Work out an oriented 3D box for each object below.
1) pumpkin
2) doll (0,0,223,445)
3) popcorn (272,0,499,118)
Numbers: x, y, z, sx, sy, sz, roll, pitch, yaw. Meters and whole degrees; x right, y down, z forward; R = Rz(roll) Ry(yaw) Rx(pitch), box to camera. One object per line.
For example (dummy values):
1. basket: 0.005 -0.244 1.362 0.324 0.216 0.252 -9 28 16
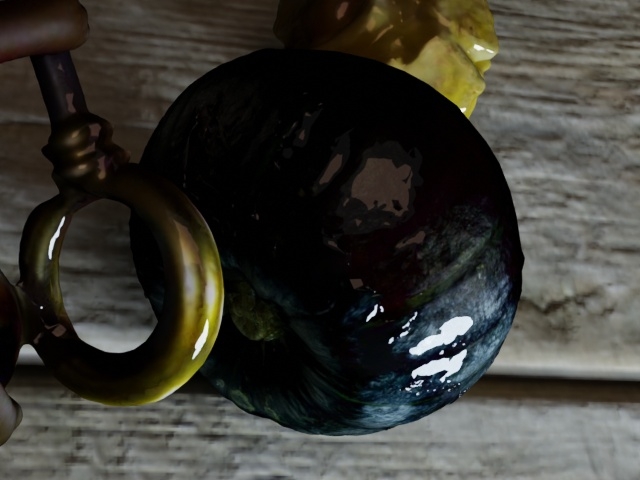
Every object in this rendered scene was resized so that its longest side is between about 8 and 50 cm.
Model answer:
1. pumpkin: 0.000 0.000 1.037 0.233 0.233 0.163 46 54 0
2. doll: -0.232 -0.042 0.957 0.209 0.317 0.340 35 41 -70
3. popcorn: 0.040 -0.122 1.179 0.152 0.148 0.167 23 37 -47
